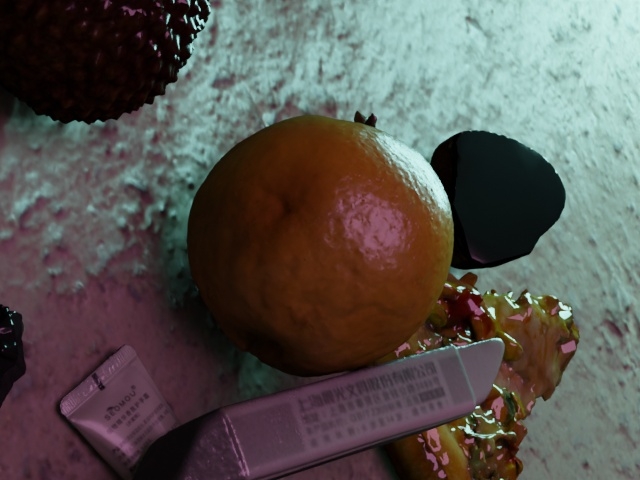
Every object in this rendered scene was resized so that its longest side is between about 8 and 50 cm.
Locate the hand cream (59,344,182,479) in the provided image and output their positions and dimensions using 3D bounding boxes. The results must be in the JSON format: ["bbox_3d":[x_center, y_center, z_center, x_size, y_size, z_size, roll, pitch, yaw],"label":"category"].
[{"bbox_3d":[-0.100,0.189,1.211,0.234,0.050,0.080,54,51,-11],"label":"hand cream"}]

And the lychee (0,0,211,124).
[{"bbox_3d":[-0.164,-0.175,1.174,0.188,0.188,0.188,16,65,-40],"label":"lychee"}]

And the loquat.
[{"bbox_3d":[0.000,0.000,1.256,0.208,0.208,0.208,16,65,-40],"label":"loquat"}]

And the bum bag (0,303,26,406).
[{"bbox_3d":[-0.274,0.053,1.078,0.198,0.049,0.087,27,54,-35],"label":"bum bag"}]

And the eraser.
[{"bbox_3d":[0.004,0.138,1.232,0.352,0.089,0.061,-10,78,-41],"label":"eraser"}]

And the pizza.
[{"bbox_3d":[0.146,0.147,1.448,0.288,0.074,0.251,6,75,-41],"label":"pizza"}]

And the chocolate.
[{"bbox_3d":[0.140,-0.033,1.497,0.125,0.080,0.148,48,54,-7],"label":"chocolate"}]
